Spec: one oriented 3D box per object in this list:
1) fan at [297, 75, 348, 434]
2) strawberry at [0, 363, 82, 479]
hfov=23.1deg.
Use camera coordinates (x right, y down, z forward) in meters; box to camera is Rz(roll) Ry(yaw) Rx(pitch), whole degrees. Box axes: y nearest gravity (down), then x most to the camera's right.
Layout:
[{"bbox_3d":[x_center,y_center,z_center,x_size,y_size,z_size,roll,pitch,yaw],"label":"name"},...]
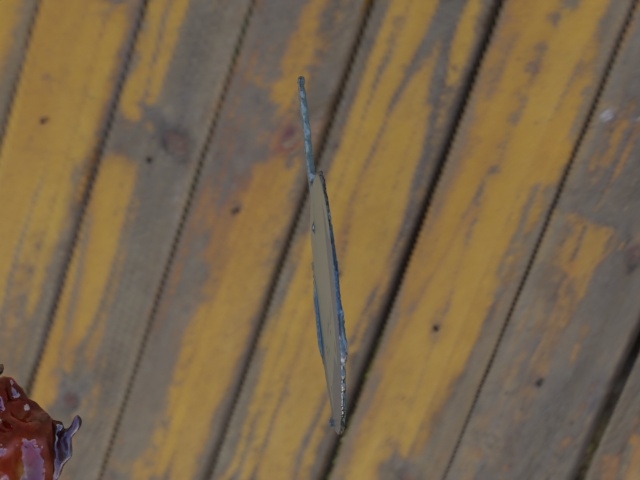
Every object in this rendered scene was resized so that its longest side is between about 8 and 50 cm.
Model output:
[{"bbox_3d":[0.000,0.000,0.688,0.005,0.113,0.175,-4,61,-5],"label":"fan"},{"bbox_3d":[-0.287,0.164,0.824,0.253,0.150,0.280,30,95,36],"label":"strawberry"}]
